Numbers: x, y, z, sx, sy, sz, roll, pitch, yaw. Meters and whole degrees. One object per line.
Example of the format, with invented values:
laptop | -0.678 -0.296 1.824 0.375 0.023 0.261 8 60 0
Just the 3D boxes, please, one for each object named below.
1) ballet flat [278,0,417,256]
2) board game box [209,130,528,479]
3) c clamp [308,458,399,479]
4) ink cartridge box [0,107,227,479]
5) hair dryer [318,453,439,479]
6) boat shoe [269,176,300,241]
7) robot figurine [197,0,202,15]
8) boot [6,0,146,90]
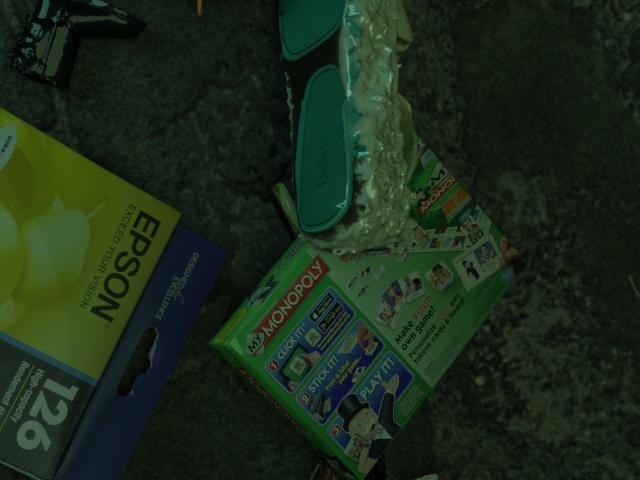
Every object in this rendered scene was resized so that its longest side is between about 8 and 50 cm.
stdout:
ballet flat | 0.034 -0.171 1.498 0.147 0.147 0.408 4 73 -15
board game box | 0.059 0.063 1.538 0.213 0.046 0.317 48 67 -18
c clamp | 0.038 0.308 1.609 0.137 0.022 0.160 -40 102 -10
ink cartridge box | -0.265 0.073 1.441 0.307 0.072 0.303 30 77 -23
hair dryer | 0.009 0.266 1.566 0.294 0.080 0.223 -19 79 -25
boat shoe | 0.000 0.000 1.561 0.049 0.056 0.152 -30 101 -6
robot figurine | -0.104 -0.342 1.472 0.128 0.158 0.219 26 86 14
boot | -0.249 -0.199 1.485 0.121 0.045 0.099 21 86 -8
